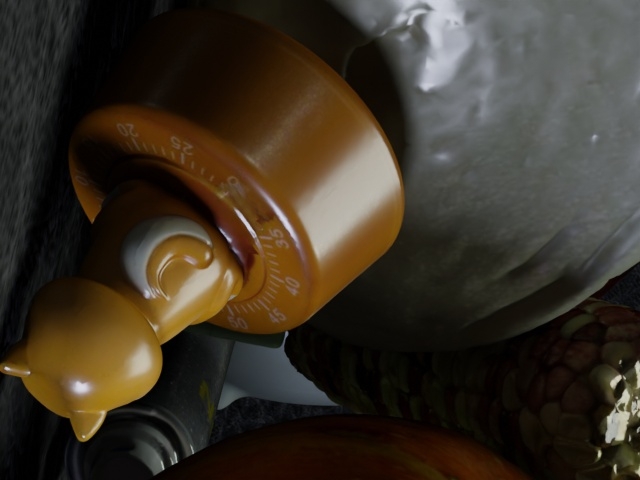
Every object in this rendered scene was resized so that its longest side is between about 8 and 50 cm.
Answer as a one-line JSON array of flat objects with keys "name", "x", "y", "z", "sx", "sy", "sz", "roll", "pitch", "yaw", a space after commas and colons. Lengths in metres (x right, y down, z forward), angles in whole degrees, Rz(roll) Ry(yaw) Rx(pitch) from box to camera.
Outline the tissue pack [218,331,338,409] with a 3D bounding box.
[{"name": "tissue pack", "x": 0.000, "y": 0.000, "z": 1.389, "sx": 0.333, "sy": 0.229, "sz": 0.236, "roll": -85, "pitch": -175, "yaw": -81}]

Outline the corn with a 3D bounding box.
[{"name": "corn", "x": 0.077, "y": 0.065, "z": 0.921, "sx": 0.290, "sy": 0.098, "sz": 0.098, "roll": 10, "pitch": -92, "yaw": 58}]

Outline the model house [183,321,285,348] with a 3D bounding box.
[{"name": "model house", "x": -0.056, "y": -0.014, "z": 1.000, "sx": 0.149, "sy": 0.100, "sz": 0.127, "roll": -93, "pitch": -165, "yaw": -88}]

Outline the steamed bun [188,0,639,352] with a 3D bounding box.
[{"name": "steamed bun", "x": 0.080, "y": -0.143, "z": 0.784, "sx": 0.247, "sy": 0.236, "sz": 0.383, "roll": -70, "pitch": 156, "yaw": -51}]

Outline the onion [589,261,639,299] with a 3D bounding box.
[{"name": "onion", "x": 0.068, "y": -0.054, "z": 1.113, "sx": 0.207, "sy": 0.206, "sz": 0.216, "roll": -42, "pitch": -156, "yaw": 26}]

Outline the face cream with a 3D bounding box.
[{"name": "face cream", "x": -0.092, "y": 0.083, "z": 1.034, "sx": 0.283, "sy": 0.073, "sz": 0.073, "roll": -81, "pitch": -177, "yaw": -75}]

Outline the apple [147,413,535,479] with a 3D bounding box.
[{"name": "apple", "x": 0.003, "y": 0.249, "z": 0.780, "sx": 0.339, "sy": 0.339, "sz": 0.339, "roll": -168, "pitch": -90, "yaw": -89}]

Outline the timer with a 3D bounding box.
[{"name": "timer", "x": -0.061, "y": 0.008, "z": 0.693, "sx": 0.152, "sy": 0.132, "sz": 0.132, "roll": -51, "pitch": 166, "yaw": -33}]
